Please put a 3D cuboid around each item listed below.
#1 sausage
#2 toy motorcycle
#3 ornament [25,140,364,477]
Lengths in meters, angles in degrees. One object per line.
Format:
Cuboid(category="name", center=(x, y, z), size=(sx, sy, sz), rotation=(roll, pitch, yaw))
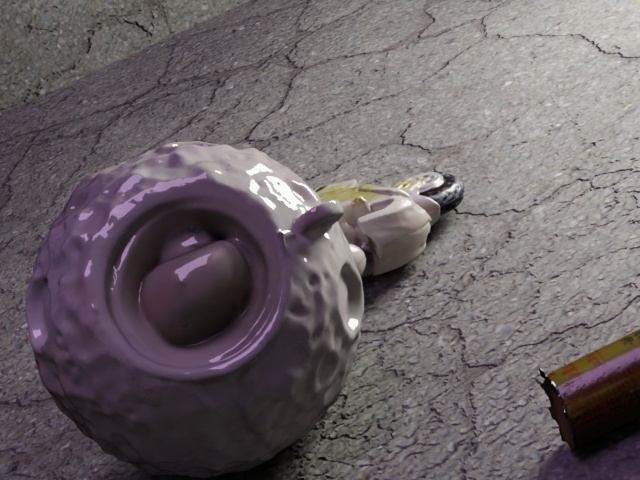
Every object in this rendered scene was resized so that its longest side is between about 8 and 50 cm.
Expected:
Cuboid(category="sausage", center=(0.372, 0.073, 1.439), size=(0.371, 0.082, 0.082), rotation=(-25, 25, -1))
Cuboid(category="toy motorcycle", center=(0.000, 0.000, 1.890), size=(0.340, 0.108, 0.223), rotation=(-12, 22, 12))
Cuboid(category="ornament", center=(-0.122, 0.072, 1.621), size=(0.337, 0.337, 0.337), rotation=(-21, 25, 10))
